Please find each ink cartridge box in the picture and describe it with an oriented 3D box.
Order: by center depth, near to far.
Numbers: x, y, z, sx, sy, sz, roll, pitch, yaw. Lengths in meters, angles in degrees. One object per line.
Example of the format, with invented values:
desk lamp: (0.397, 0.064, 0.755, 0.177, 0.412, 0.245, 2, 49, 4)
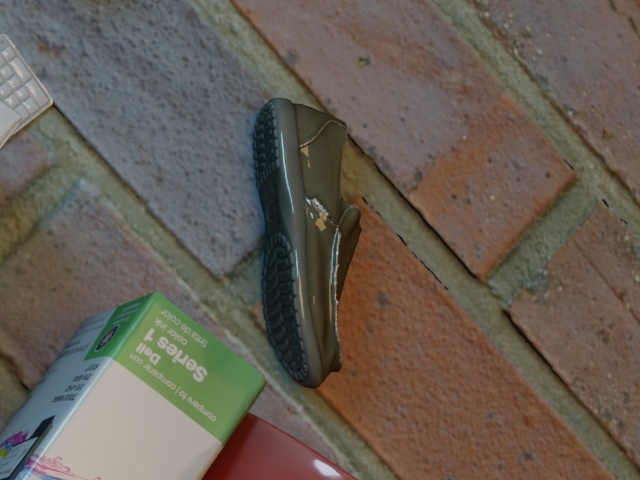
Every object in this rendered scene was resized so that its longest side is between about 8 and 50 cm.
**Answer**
ink cartridge box: (-0.190, 0.190, 1.442, 0.117, 0.201, 0.278, 40, 69, -13)

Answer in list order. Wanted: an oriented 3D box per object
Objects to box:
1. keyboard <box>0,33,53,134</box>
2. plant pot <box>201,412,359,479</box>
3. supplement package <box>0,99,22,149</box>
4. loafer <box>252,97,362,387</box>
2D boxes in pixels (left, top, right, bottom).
keyboard: (-0.331, -0.067, 1.521, 0.256, 0.014, 0.072, -41, 99, -23)
plant pot: (-0.033, 0.304, 1.478, 0.275, 0.275, 0.243, 38, 78, -15)
supplement package: (-0.397, -0.097, 1.390, 0.293, 0.177, 0.175, 37, 74, -10)
loafer: (0.000, 0.000, 1.615, 0.087, 0.094, 0.251, -2, 83, -20)
